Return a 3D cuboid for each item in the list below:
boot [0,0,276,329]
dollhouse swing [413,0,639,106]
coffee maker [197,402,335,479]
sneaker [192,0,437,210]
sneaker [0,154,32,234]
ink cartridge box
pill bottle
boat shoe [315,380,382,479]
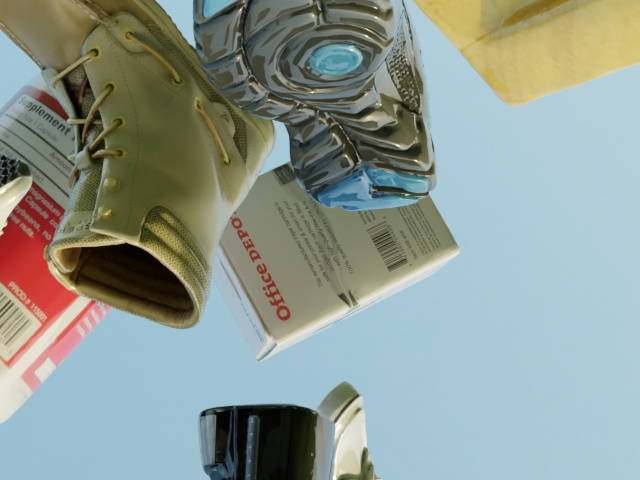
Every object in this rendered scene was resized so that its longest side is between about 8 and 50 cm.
[{"bbox_3d":[-0.160,-0.075,1.140,0.262,0.095,0.203,40,-135,-23],"label":"boot"},{"bbox_3d":[0.079,-0.271,0.454,0.347,0.305,0.315,47,-141,-16],"label":"dollhouse swing"},{"bbox_3d":[-0.032,0.241,1.440,0.171,0.120,0.178,5,-106,-2],"label":"coffee maker"},{"bbox_3d":[-0.004,-0.144,1.061,0.125,0.341,0.140,-8,-115,9],"label":"sneaker"},{"bbox_3d":[-0.290,-0.005,1.346,0.075,0.161,0.057,44,-163,-36],"label":"sneaker"},{"bbox_3d":[0.000,0.000,1.994,0.273,0.114,0.197,-26,-99,-21],"label":"ink cartridge box"},{"bbox_3d":[-0.279,-0.028,1.679,0.229,0.229,0.408,41,-104,4],"label":"pill bottle"},{"bbox_3d":[0.026,0.253,1.695,0.084,0.258,0.095,31,-129,22],"label":"boat shoe"}]
